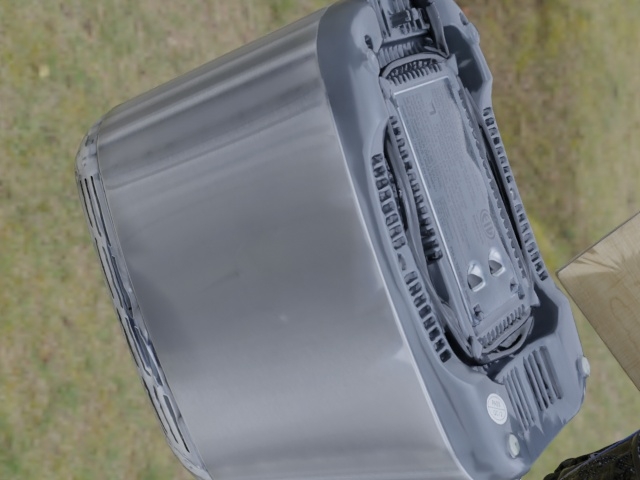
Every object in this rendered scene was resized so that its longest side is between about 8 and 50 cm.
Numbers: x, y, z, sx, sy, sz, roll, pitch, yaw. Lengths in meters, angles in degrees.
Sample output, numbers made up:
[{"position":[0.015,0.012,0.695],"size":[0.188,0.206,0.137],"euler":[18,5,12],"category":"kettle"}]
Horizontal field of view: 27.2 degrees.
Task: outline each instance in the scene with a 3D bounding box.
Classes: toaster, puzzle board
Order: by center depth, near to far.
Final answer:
[{"position":[0.000,0.000,0.528],"size":[0.129,0.146,0.227],"euler":[-30,101,-60],"category":"toaster"},{"position":[0.207,0.039,0.750],"size":[0.128,0.096,0.011],"euler":[53,4,-12],"category":"puzzle board"}]

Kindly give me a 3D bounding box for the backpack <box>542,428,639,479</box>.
[{"position":[0.211,0.135,0.607],"size":[0.158,0.173,0.117],"euler":[29,37,-19],"category":"backpack"}]
